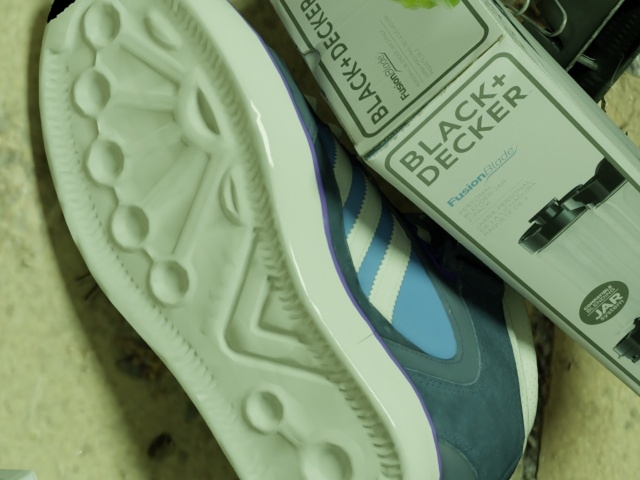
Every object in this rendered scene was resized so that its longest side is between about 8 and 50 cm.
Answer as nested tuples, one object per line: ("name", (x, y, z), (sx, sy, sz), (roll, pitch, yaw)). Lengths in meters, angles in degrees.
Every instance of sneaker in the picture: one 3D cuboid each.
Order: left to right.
("sneaker", (0.001, 0.000, 0.851), (0.322, 0.130, 0.236), (61, 25, 7))

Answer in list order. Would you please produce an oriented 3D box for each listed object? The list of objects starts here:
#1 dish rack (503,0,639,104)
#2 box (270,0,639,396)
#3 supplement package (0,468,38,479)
("dish rack", (0.093, -0.188, 0.894), (0.272, 0.074, 0.208), (21, 115, -37))
("box", (0.109, -0.045, 0.859), (0.290, 0.087, 0.169), (38, 17, -39))
("supplement package", (-0.172, 0.251, 0.631), (0.204, 0.145, 0.261), (-32, 105, -39))
